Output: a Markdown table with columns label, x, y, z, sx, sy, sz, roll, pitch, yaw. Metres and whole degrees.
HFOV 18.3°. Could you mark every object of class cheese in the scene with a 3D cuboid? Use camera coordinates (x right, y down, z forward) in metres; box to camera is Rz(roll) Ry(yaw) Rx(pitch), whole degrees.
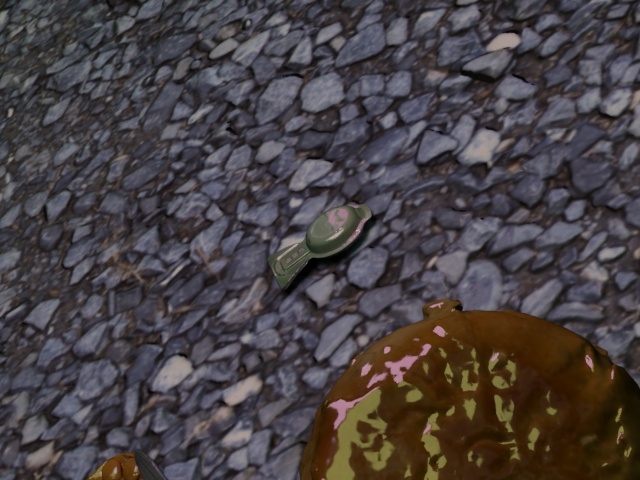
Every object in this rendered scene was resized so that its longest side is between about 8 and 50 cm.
| label | x | y | z | sx | sy | sz | roll | pitch | yaw |
| --- | --- | --- | --- | --- | --- | --- | --- | --- | --- |
| cheese | 0.000 | 0.000 | 2.046 | 0.121 | 0.026 | 0.067 | -34 | 36 | 6 |

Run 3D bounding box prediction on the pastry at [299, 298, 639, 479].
| label | x | y | z | sx | sy | sz | roll | pitch | yaw |
| --- | --- | --- | --- | --- | --- | --- | --- | --- | --- |
| pastry | 0.123 | 0.210 | 1.506 | 0.284 | 0.184 | 0.315 | 4 | 66 | 4 |

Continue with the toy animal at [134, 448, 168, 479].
| label | x | y | z | sx | sy | sz | roll | pitch | yaw |
| --- | --- | --- | --- | --- | --- | --- | --- | --- | --- |
| toy animal | -0.205 | 0.318 | 1.826 | 0.239 | 0.176 | 0.255 | -51 | 10 | -6 |

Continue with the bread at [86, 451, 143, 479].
| label | x | y | z | sx | sy | sz | roll | pitch | yaw |
| --- | --- | --- | --- | --- | --- | --- | --- | --- | --- |
| bread | -0.200 | 0.255 | 1.942 | 0.110 | 0.024 | 0.110 | -24 | 39 | 22 |
